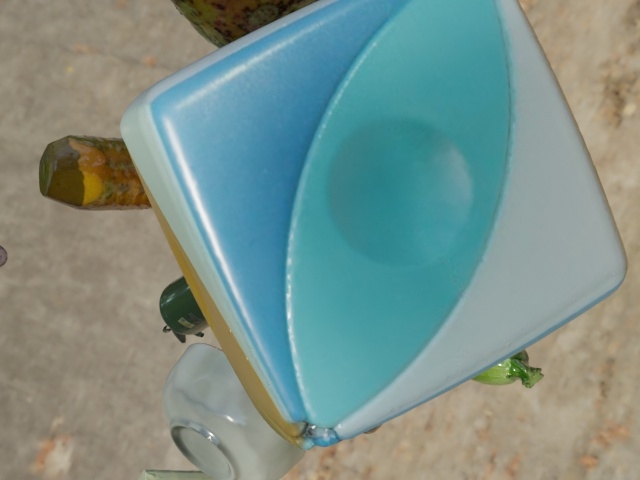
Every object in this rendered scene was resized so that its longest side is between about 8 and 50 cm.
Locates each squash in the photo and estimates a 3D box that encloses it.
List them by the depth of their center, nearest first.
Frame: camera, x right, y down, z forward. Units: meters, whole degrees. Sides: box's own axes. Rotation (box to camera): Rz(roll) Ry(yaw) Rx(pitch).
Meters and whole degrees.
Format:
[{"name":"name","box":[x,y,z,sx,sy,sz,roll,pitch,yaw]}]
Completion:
[{"name":"squash","box":[0.210,0.153,2.119,0.395,0.107,0.107,28,93,46]}]

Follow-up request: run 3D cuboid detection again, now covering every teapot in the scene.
[{"name":"teapot","box":[-0.206,0.434,2.146,0.107,0.200,0.077,117,152,-52]}]

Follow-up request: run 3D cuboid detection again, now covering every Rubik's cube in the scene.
[{"name":"Rubik's cube","box":[0.034,-0.039,1.196,0.351,0.347,0.352,-26,4,-7]}]

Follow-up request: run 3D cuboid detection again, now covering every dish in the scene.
[{"name":"dish","box":[-0.150,0.290,1.990,0.117,0.256,0.256,-47,4,-32]}]

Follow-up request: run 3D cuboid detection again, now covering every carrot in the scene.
[{"name":"carrot","box":[-0.270,-0.098,1.930,0.114,0.302,0.114,-5,84,61]}]

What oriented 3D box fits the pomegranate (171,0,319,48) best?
[{"name":"pomegranate","box":[-0.029,-0.366,1.442,0.341,0.285,0.285,-38,18,3]}]

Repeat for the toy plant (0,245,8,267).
[{"name":"toy plant","box":[-0.524,-0.033,1.641,0.112,0.243,0.232,-5,90,54]}]

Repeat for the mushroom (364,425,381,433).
[{"name":"mushroom","box":[0.071,0.274,2.150,0.085,0.109,0.126,-51,-11,-24]}]

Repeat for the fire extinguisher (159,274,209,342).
[{"name":"fire extinguisher","box":[-0.174,0.089,2.038,0.311,0.114,0.095,-28,27,48]}]
